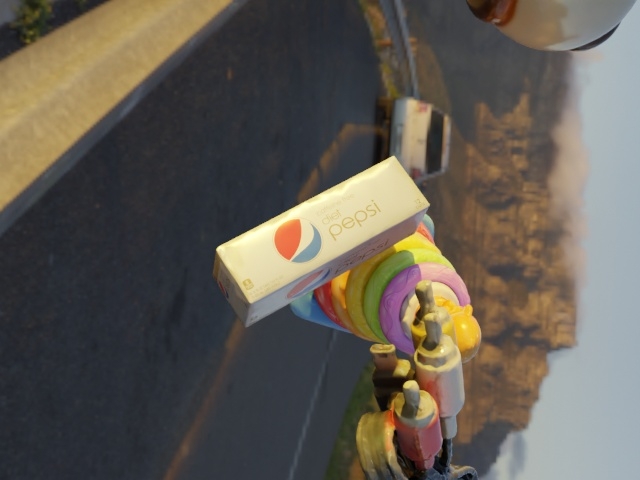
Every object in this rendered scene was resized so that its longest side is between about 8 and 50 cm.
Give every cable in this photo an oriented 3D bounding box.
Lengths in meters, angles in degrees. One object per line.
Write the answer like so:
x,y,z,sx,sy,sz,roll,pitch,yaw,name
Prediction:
0.095,0.173,0.719,0.139,0.072,0.287,-71,146,-44,cable

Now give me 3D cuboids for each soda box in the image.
0.000,0.000,0.944,0.069,0.216,0.074,55,-20,16,soda box

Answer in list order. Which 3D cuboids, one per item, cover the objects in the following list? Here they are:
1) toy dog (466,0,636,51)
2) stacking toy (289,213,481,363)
0.346,-0.347,0.980,0.408,0.285,0.395,-23,-104,51,toy dog
0.100,0.063,1.036,0.302,0.166,0.175,36,-72,65,stacking toy
